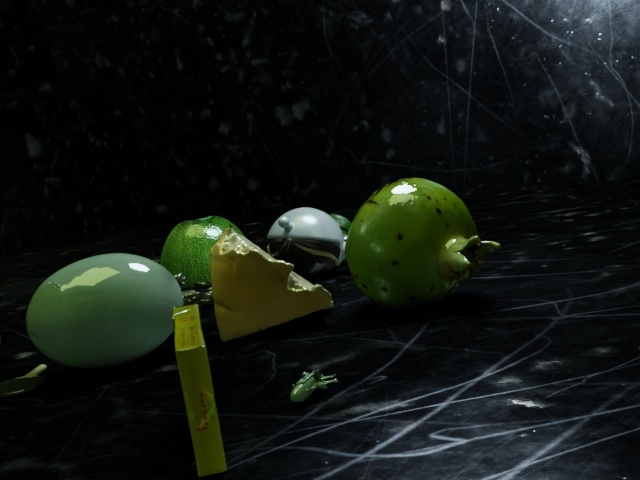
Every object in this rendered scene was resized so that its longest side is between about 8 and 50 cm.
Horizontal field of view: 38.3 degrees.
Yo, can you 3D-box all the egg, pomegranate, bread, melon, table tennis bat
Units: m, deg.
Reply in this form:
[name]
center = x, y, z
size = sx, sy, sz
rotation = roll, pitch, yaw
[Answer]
[egg]
center = -0.384, 0.126, 1.657
size = 0.283, 0.202, 0.203
rotation = -9, 7, -28
[pomegranate]
center = 0.193, 0.008, 1.758
size = 0.260, 0.260, 0.341
rotation = -15, 12, -36
[bread]
center = -0.105, 0.060, 1.788
size = 0.224, 0.211, 0.183
rotation = -14, 1, 0
[melon]
center = -0.291, 0.026, 2.422
size = 0.265, 0.169, 0.129
rotation = -14, 10, -24
[table tennis bat]
center = -0.527, 0.249, 1.636
size = 0.087, 0.013, 0.156
rotation = -8, 8, 11

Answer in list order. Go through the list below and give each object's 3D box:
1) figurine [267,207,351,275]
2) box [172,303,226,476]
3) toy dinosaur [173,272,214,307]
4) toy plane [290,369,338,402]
[figurine]
center = 0.000, 0.000, 2.316
size = 0.281, 0.167, 0.370
rotation = 0, 3, 30
[box]
center = -0.157, 0.180, 1.179
size = 0.041, 0.153, 0.279
rotation = -10, 8, -9
[toy dinosaur]
center = -0.313, 0.152, 2.093
size = 0.187, 0.087, 0.179
rotation = 4, -34, -18
[toy plane]
center = -0.017, 0.203, 1.293
size = 0.080, 0.033, 0.083
rotation = -17, 1, 38
